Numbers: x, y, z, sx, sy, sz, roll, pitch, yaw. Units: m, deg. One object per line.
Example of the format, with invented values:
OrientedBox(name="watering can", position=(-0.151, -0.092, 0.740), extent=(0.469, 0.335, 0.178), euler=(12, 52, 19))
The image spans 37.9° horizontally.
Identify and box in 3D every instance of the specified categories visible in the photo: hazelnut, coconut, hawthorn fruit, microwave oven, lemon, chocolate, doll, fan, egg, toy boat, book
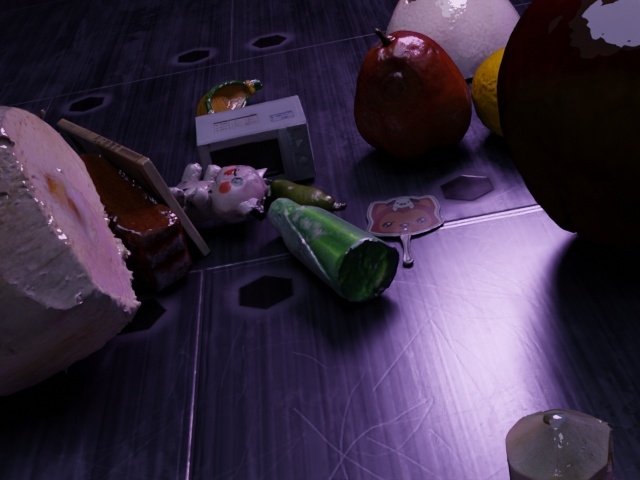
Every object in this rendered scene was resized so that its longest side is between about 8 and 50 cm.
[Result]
OrientedBox(name="hazelnut", position=(0.451, -0.184, 1.280), extent=(0.402, 0.429, 0.402), euler=(-24, 27, 13))
OrientedBox(name="coconut", position=(0.248, 0.229, 0.962), extent=(0.116, 0.122, 0.116), euler=(-10, 30, 6))
OrientedBox(name="hawthorn fruit", position=(0.161, -0.278, 1.709), extent=(0.224, 0.261, 0.224), euler=(-15, 29, 9))
OrientedBox(name="coconut", position=(-0.492, 0.029, 1.304), extent=(0.404, 0.405, 0.404), euler=(-9, 30, 5))
OrientedBox(name="microwave oven", position=(-0.123, -0.176, 1.770), extent=(0.208, 0.122, 0.162), euler=(-12, 30, -2))
OrientedBox(name="lemon", position=(0.364, -0.268, 1.702), extent=(0.180, 0.181, 0.193), euler=(-5, 15, 12))
OrientedBox(name="chocolate", position=(0.000, 0.000, 1.463), extent=(0.110, 0.110, 0.291), euler=(-24, 30, -20))
OrientedBox(name="doll", position=(-0.174, -0.077, 1.613), extent=(0.192, 0.095, 0.149), euler=(-3, 26, 12))
OrientedBox(name="fan", position=(0.138, -0.020, 1.531), extent=(0.132, 0.009, 0.220), euler=(-8, 30, 7))
OrientedBox(name="egg", position=(0.296, -0.495, 2.087), extent=(0.337, 0.201, 0.337), euler=(-10, 32, 6))
OrientedBox(name="toy boat", position=(-0.203, -0.299, 2.036), extent=(0.088, 0.089, 0.229), euler=(-13, 24, 26))
OrientedBox(name="book", position=(-0.328, -0.095, 1.619), extent=(0.021, 0.217, 0.310), euler=(-44, 41, -19))

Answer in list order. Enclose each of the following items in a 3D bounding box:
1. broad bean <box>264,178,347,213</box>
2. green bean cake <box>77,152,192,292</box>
OrientedBox(name="broad bean", position=(-0.044, -0.073, 1.643), extent=(0.213, 0.048, 0.070), euler=(7, 47, 39))
OrientedBox(name="green bean cake", position=(-0.321, -0.027, 1.522), extent=(0.097, 0.198, 0.232), euler=(-35, 41, -30))
